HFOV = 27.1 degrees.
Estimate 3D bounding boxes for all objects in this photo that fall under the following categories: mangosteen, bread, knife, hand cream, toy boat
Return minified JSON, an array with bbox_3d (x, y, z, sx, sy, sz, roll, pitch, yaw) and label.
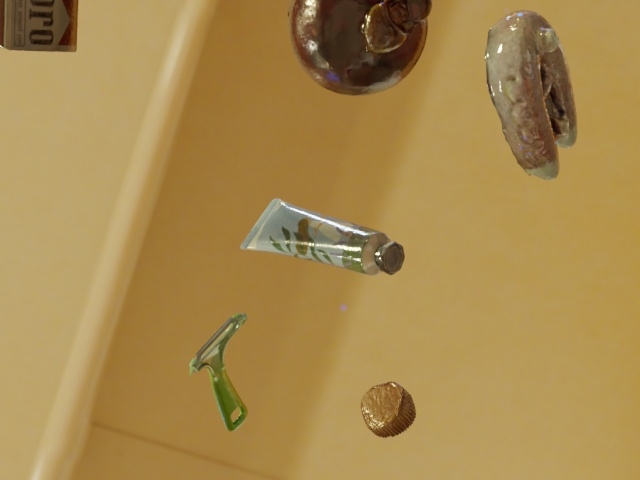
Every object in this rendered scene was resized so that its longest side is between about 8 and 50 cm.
[{"bbox_3d":[0.043,-0.218,1.331,0.152,0.152,0.152,-162,90,-84],"label":"mangosteen"},{"bbox_3d":[0.105,0.256,1.993,0.085,0.053,0.085,-22,47,25],"label":"bread"},{"bbox_3d":[-0.090,0.130,1.261,0.078,0.022,0.166,-42,-28,-22],"label":"knife"},{"bbox_3d":[0.000,0.000,1.792,0.271,0.058,0.091,16,67,45],"label":"hand cream"},{"bbox_3d":[0.293,-0.197,1.740,0.155,0.085,0.227,-52,-52,-42],"label":"toy boat"}]

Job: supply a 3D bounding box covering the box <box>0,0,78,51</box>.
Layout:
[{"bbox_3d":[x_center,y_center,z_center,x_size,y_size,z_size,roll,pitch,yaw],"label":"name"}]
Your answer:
[{"bbox_3d":[-0.303,-0.292,1.423,0.115,0.036,0.177,-12,-72,-60],"label":"box"}]
